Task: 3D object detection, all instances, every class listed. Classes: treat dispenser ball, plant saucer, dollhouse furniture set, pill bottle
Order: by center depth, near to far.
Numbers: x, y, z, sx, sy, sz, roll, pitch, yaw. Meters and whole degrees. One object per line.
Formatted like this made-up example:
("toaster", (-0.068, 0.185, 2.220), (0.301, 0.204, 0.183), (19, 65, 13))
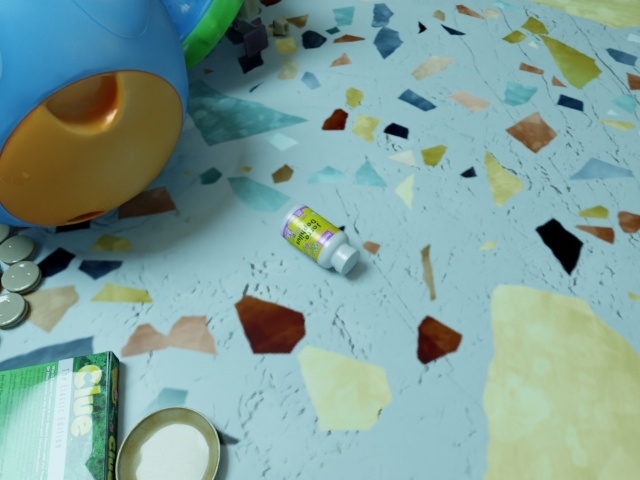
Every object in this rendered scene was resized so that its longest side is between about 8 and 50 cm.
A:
("plant saucer", (-0.123, 0.180, 0.399), (0.083, 0.015, 0.083), (0, 55, 0))
("treat dispenser ball", (-0.276, -0.156, 0.468), (0.288, 0.288, 0.288), (0, 55, 0))
("pill bottle", (0.000, 0.000, 0.510), (0.083, 0.043, 0.043), (36, 62, 22))
("dollhouse furniture set", (-0.109, -0.355, 0.718), (0.081, 0.114, 0.091), (37, 64, 27))

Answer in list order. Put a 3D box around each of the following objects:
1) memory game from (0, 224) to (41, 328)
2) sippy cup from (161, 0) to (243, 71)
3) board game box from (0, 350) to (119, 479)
("memory game", (-0.378, 0.051, 0.489), (0.186, 0.012, 0.186), (0, 55, 0))
("sippy cup", (-0.235, -0.361, 0.595), (0.305, 0.224, 0.240), (-48, 48, 16))
("board game box", (-0.226, 0.219, 0.364), (0.136, 0.030, 0.260), (-10, 56, -5))
